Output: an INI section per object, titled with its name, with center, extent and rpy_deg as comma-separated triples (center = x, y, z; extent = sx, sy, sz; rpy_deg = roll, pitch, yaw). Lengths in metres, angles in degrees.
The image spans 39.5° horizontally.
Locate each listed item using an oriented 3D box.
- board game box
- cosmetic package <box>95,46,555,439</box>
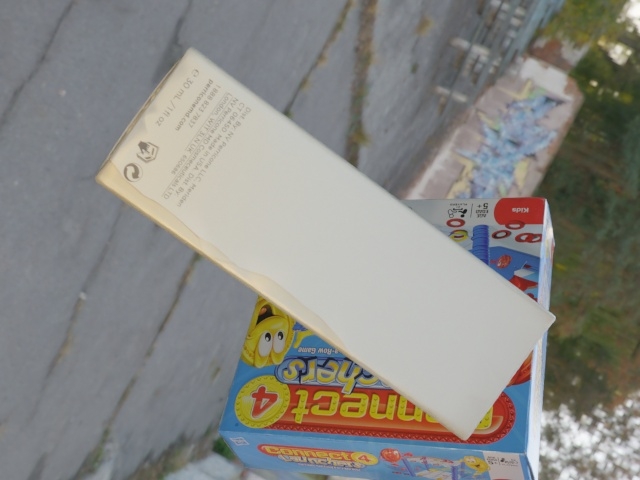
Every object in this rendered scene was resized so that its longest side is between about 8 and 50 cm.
[board game box]
center = 0.080, 0.096, 0.946
extent = 0.086, 0.308, 0.302
rpy_deg = 67, 29, -47
[cosmetic package]
center = 0.000, 0.000, 0.663
extent = 0.113, 0.309, 0.160
rpy_deg = -53, -173, 0
